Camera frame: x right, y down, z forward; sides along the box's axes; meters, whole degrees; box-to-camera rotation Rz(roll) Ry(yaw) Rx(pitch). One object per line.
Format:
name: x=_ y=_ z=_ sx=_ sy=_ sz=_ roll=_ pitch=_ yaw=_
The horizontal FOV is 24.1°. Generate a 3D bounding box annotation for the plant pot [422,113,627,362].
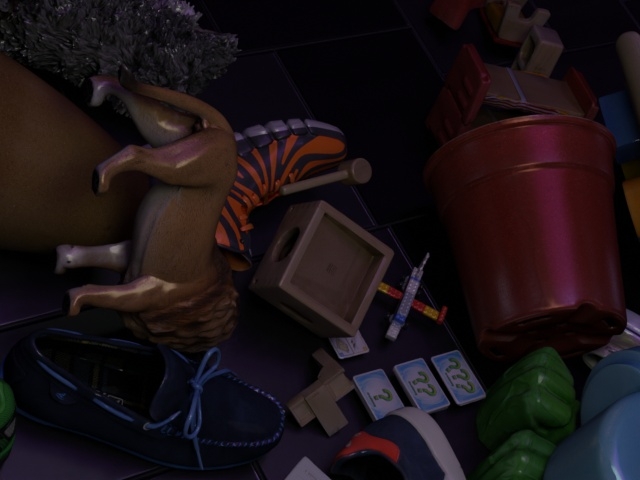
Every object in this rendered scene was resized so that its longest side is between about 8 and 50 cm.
plant pot: x=0.291 y=0.011 z=2.027 sx=0.272 sy=0.272 sz=0.265 roll=5 pitch=62 yaw=-25

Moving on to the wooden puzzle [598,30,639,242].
wooden puzzle: x=0.476 y=-0.079 z=2.172 sx=0.080 sy=0.348 sz=0.322 roll=-14 pitch=56 yaw=10

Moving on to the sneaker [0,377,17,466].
sneaker: x=-0.464 y=0.110 z=1.614 sx=0.343 sy=0.146 sz=0.134 roll=34 pitch=48 yaw=-1

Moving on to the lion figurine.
lion figurine: x=-0.168 y=-0.026 z=1.715 sx=0.240 sy=0.392 sz=0.142 roll=1 pitch=38 yaw=-27

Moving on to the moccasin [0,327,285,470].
moccasin: x=-0.194 y=0.184 z=1.721 sx=0.342 sy=0.117 sz=0.138 roll=11 pitch=53 yaw=-21

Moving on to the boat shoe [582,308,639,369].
boat shoe: x=0.500 y=0.213 z=2.094 sx=0.302 sy=0.109 sz=0.094 roll=34 pitch=63 yaw=10

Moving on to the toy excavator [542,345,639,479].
toy excavator: x=0.345 y=0.343 z=1.696 sx=0.445 sy=0.222 sz=0.433 roll=-10 pitch=67 yaw=-27

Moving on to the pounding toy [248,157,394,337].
pounding toy: x=-0.005 y=-0.010 z=1.901 sx=0.181 sy=0.094 sz=0.206 roll=35 pitch=70 yaw=-24

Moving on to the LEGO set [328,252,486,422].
LEGO set: x=0.099 y=0.115 z=1.962 sx=0.182 sy=0.060 sz=0.244 roll=-11 pitch=59 yaw=-33

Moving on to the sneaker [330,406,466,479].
sneaker: x=0.138 y=0.366 z=1.766 sx=0.148 sy=0.131 sz=0.350 roll=-20 pitch=59 yaw=-35

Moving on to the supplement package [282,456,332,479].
supplement package: x=-0.046 y=0.351 z=1.686 sx=0.105 sy=0.105 sz=0.179 roll=41 pitch=48 yaw=4

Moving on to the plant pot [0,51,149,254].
plant pot: x=-0.343 y=-0.079 z=1.789 sx=0.254 sy=0.237 sz=0.237 roll=25 pitch=47 yaw=-31

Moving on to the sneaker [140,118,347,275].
sneaker: x=-0.093 y=-0.047 z=1.959 sx=0.321 sy=0.124 sz=0.180 roll=-13 pitch=67 yaw=-22

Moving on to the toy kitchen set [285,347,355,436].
toy kitchen set: x=-0.002 y=0.196 z=1.879 sx=0.083 sy=0.075 sz=0.068 roll=-35 pitch=118 yaw=-8

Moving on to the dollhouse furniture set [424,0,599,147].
dollhouse furniture set: x=0.260 y=-0.262 z=2.300 sx=0.201 sy=0.152 sz=0.374 roll=11 pitch=35 yaw=-20

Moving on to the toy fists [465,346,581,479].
toy fists: x=0.256 y=0.259 z=1.889 sx=0.096 sy=0.142 sz=0.279 roll=28 pitch=49 yaw=-7

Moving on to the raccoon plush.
raccoon plush: x=-0.291 y=-0.233 z=1.874 sx=0.299 sy=0.216 sz=0.446 roll=35 pitch=25 yaw=0
